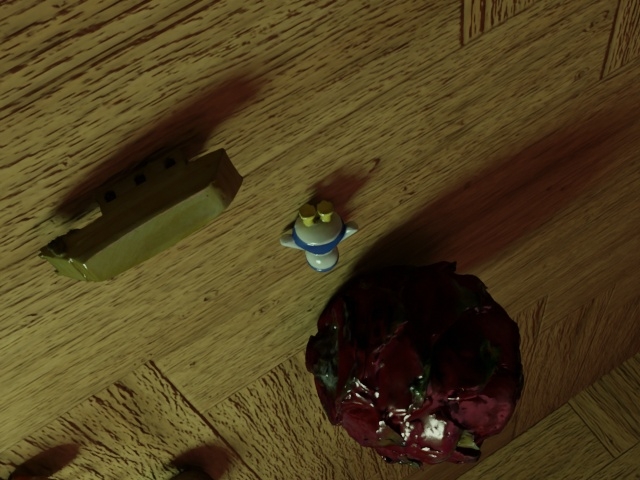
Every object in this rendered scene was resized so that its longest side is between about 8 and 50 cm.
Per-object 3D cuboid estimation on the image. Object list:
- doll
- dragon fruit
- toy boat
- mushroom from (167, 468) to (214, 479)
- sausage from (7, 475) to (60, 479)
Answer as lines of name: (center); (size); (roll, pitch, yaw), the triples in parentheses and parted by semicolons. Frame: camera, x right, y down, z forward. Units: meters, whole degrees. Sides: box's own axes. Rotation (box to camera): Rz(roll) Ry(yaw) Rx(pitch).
doll: (0.000, 0.000, 1.026); (0.099, 0.057, 0.143); (-12, 150, -1)
dragon fruit: (0.143, 0.180, 1.209); (0.329, 0.329, 0.329); (-27, 151, -17)
toy boat: (-0.170, -0.026, 0.775); (0.201, 0.077, 0.057); (-31, 139, -3)
mushroom: (-0.247, 0.489, 1.439); (0.151, 0.156, 0.285); (-49, 168, -45)
sausage: (-0.391, 0.462, 1.029); (0.093, 0.312, 0.093); (3, 146, 2)
